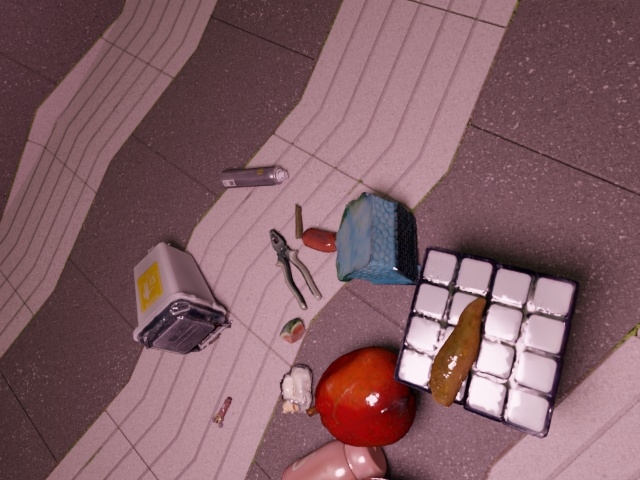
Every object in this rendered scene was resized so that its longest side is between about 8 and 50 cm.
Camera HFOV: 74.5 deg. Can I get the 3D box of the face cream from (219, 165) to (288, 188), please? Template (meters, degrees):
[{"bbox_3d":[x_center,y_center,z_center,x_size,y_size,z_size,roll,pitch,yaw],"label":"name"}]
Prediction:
[{"bbox_3d":[-0.256,-0.243,1.624,0.283,0.073,0.073,0,79,25],"label":"face cream"}]

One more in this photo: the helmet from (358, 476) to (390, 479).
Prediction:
[{"bbox_3d":[0.187,0.807,1.101,0.337,0.230,0.386,-19,70,16],"label":"helmet"}]

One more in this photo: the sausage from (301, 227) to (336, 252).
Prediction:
[{"bbox_3d":[0.000,0.000,1.455,0.141,0.076,0.076,13,84,25],"label":"sausage"}]

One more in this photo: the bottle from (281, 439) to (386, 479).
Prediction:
[{"bbox_3d":[0.042,0.669,1.240,0.296,0.173,0.207,-37,33,13],"label":"bottle"}]

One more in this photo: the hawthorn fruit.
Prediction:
[{"bbox_3d":[0.109,0.436,1.158,0.306,0.265,0.266,-25,69,9],"label":"hawthorn fruit"}]

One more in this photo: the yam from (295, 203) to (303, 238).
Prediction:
[{"bbox_3d":[-0.078,-0.071,1.529,0.033,0.027,0.130,-22,66,61],"label":"yam"}]

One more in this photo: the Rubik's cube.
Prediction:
[{"bbox_3d":[0.416,0.235,1.064,0.336,0.344,0.344,13,83,28],"label":"Rubik's cube"}]

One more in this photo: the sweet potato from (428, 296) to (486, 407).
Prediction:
[{"bbox_3d":[0.289,0.230,0.890,0.077,0.077,0.244,21,90,27],"label":"sweet potato"}]

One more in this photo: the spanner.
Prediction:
[{"bbox_3d":[-0.105,0.093,1.500,0.095,0.040,0.325,-36,68,13],"label":"spanner"}]

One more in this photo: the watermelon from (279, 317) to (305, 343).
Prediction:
[{"bbox_3d":[-0.099,0.311,1.439,0.092,0.084,0.072,-20,92,58],"label":"watermelon"}]

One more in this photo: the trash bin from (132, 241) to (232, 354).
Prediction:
[{"bbox_3d":[-0.530,0.215,1.569,0.256,0.296,0.368,-43,51,12],"label":"trash bin"}]

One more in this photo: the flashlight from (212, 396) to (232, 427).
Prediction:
[{"bbox_3d":[-0.349,0.609,1.500,0.052,0.031,0.111,28,91,27],"label":"flashlight"}]

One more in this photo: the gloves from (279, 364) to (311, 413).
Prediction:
[{"bbox_3d":[-0.079,0.488,1.384,0.114,0.070,0.154,-11,67,31],"label":"gloves"}]

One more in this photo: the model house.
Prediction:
[{"bbox_3d":[0.199,0.008,1.325,0.226,0.240,0.262,140,139,-59],"label":"model house"}]
